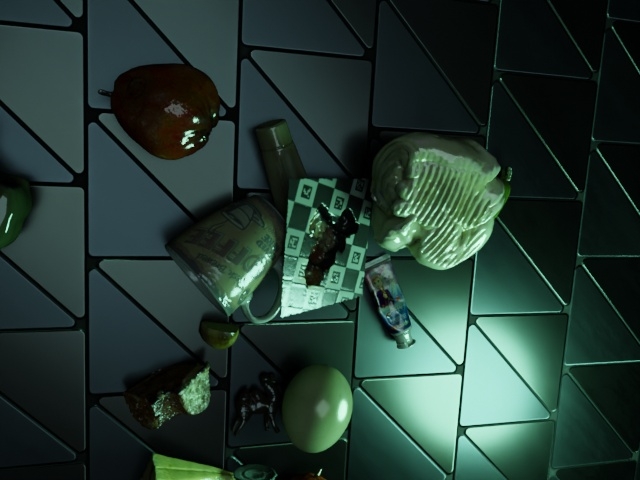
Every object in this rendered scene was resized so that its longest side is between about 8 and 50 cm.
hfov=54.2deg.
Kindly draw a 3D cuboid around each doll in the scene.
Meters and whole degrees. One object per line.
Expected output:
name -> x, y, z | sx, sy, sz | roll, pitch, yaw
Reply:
doll -> -0.165, 0.440, 1.680 | 0.139, 0.057, 0.165 | 4, 90, -16

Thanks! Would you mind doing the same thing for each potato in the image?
potato -> -0.257, 0.247, 1.591 | 0.096, 0.103, 0.066 | 7, 95, -17

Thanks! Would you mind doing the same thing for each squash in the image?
squash -> 0.448, -0.072, 1.763 | 0.080, 0.071, 0.318 | 44, 85, -18

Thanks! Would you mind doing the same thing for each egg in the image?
egg -> -0.010, 0.445, 1.657 | 0.186, 0.186, 0.241 | 8, 99, -18

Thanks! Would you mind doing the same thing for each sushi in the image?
sushi -> 0.000, 0.000, 1.603 | 0.320, 0.069, 0.339 | -9, 107, -46

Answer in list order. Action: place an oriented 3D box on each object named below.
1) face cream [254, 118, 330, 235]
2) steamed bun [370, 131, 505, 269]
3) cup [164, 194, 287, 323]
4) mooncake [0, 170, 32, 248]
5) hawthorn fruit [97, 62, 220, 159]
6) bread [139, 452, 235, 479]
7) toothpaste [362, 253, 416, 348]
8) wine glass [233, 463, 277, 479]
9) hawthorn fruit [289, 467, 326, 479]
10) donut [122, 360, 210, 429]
face cream -> -0.077, -0.136, 1.595 | 0.137, 0.084, 0.341 | -26, 113, -21
steamed bun -> 0.281, -0.119, 1.621 | 0.353, 0.247, 0.339 | 10, 114, -15
cup -> -0.180, 0.049, 1.513 | 0.257, 0.227, 0.301 | -40, 101, -13
mooncake -> -0.803, -0.098, 1.308 | 0.352, 0.187, 0.350 | -1, 95, -18
hawthorn fruit -> -0.363, -0.303, 1.408 | 0.261, 0.224, 0.224 | 20, 94, -4
bread -> -0.342, 0.675, 1.611 | 0.264, 0.163, 0.167 | 19, 93, -20
toothpaste -> 0.195, 0.174, 1.747 | 0.096, 0.061, 0.265 | -24, 100, -11
wine glass -> -0.185, 0.739, 1.690 | 0.127, 0.126, 0.241 | 3, 96, -17
hawthorn fruit -> -0.043, 0.738, 1.722 | 0.174, 0.173, 0.178 | -11, 81, -15
donut -> -0.375, 0.387, 1.581 | 0.187, 0.144, 0.126 | -29, 116, -42
